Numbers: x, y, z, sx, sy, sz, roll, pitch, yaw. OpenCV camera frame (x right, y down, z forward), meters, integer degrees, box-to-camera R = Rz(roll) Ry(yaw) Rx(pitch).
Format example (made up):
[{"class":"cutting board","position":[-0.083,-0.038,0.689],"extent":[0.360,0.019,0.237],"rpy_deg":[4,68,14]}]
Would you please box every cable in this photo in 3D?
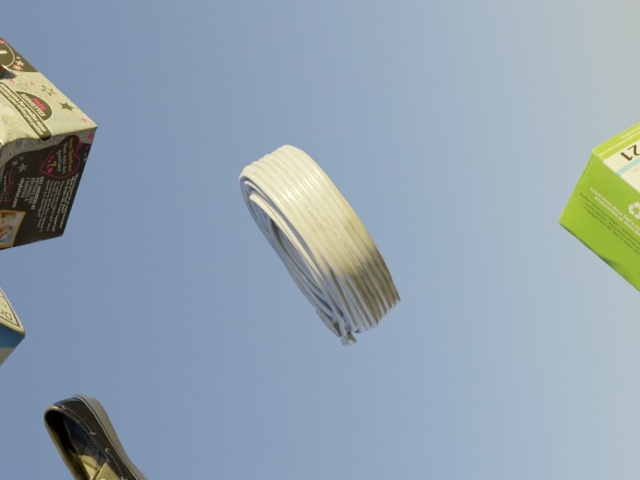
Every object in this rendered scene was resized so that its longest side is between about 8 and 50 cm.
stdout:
[{"class":"cable","position":[0.000,0.000,1.975],"extent":[0.257,0.089,0.257],"rpy_deg":[54,172,6]}]

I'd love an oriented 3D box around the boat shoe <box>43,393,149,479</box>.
[{"class":"boat shoe","position":[-0.261,0.285,1.907],"extent":[0.076,0.080,0.228],"rpy_deg":[-4,-120,-55]}]

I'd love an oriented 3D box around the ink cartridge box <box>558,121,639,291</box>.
[{"class":"ink cartridge box","position":[0.377,-0.003,1.442],"extent":[0.189,0.255,0.097],"rpy_deg":[-29,-30,-39]}]

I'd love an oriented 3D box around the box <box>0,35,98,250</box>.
[{"class":"box","position":[-0.391,-0.126,1.796],"extent":[0.247,0.163,0.142],"rpy_deg":[41,-145,27]}]

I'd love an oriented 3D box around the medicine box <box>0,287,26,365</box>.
[{"class":"medicine box","position":[-0.436,0.008,1.372],"extent":[0.263,0.149,0.289],"rpy_deg":[35,-171,-43]}]
